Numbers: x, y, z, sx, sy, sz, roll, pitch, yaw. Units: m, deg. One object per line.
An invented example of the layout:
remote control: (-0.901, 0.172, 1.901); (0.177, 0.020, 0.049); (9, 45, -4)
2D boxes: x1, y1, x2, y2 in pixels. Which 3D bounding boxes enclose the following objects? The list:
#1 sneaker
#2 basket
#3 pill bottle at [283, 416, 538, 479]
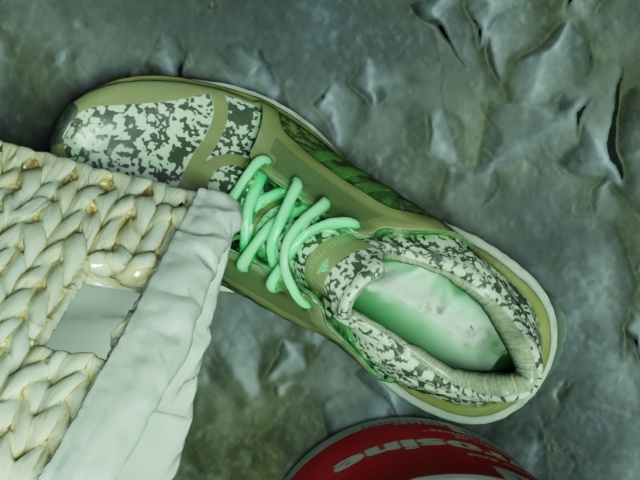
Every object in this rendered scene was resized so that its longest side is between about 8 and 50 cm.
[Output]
sneaker: (0.000, 0.000, 1.127); (0.410, 0.182, 0.158); (26, 90, -3)
basket: (-0.234, 0.141, 1.004); (0.266, 0.328, 0.331); (17, 122, 2)
pill bottle: (0.075, 0.248, 1.024); (0.229, 0.407, 0.229); (0, 91, -4)
